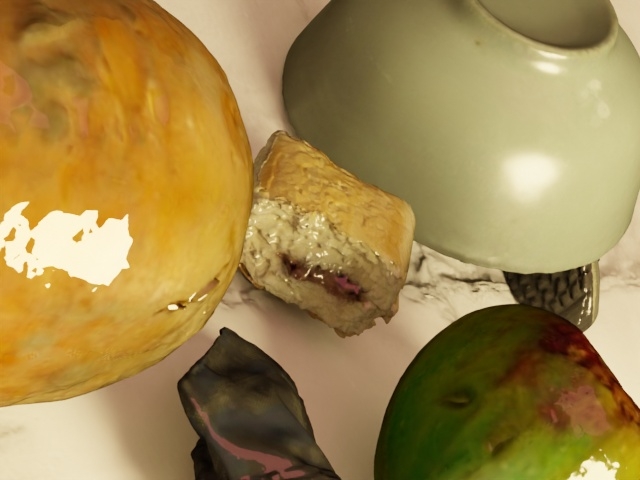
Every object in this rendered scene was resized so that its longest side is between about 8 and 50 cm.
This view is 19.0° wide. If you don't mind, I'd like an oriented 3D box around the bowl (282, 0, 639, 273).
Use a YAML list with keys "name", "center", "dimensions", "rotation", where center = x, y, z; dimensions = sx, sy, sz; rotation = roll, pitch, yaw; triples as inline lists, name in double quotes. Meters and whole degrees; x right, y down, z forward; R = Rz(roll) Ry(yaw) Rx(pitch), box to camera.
- name: "bowl"
  center: [0.131, -0.126, 1.395]
  dimensions: [0.289, 0.146, 0.289]
  rotation: [16, 41, -14]

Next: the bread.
- name: "bread"
  center: [-0.001, -0.001, 1.244]
  dimensions: [0.125, 0.082, 0.106]
  rotation: [31, 24, -9]

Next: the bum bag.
- name: "bum bag"
  center: [0.003, 0.185, 1.056]
  dimensions: [0.137, 0.074, 0.310]
  rotation: [5, 52, -61]

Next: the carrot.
- name: "carrot"
  center: [-0.197, -0.035, 0.904]
  dimensions: [0.340, 0.224, 0.224]
  rotation: [10, 48, -44]

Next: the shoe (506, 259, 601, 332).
- name: "shoe"
  center: [0.182, -0.008, 1.481]
  dimensions: [0.077, 0.074, 0.194]
  rotation: [21, 39, -45]

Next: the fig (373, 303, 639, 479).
- name: "fig"
  center: [0.118, 0.136, 1.165]
  dimensions: [0.191, 0.181, 0.181]
  rotation: [-28, 77, -33]
